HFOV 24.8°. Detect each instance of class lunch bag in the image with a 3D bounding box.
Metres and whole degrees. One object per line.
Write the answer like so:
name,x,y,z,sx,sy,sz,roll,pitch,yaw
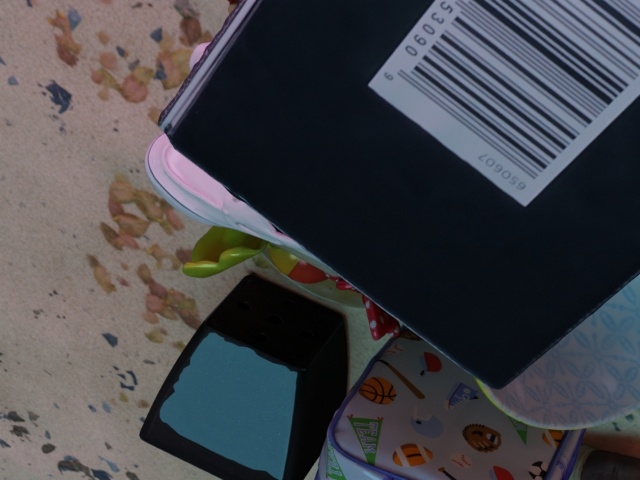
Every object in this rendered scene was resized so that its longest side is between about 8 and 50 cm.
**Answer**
lunch bag,0.143,0.207,1.474,0.243,0.303,0.115,22,126,14

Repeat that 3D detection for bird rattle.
bird rattle,0.000,0.000,1.448,0.253,0.207,0.143,19,93,-5

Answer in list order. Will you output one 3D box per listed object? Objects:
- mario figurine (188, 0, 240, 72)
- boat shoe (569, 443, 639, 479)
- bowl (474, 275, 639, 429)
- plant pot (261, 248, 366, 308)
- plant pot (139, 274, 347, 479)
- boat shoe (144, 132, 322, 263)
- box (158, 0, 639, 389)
mario figurine,0.015,-0.168,1.318,0.320,0.198,0.170,49,147,-20
boat shoe,0.357,0.373,1.623,0.123,0.123,0.342,-2,119,33
bowl,0.231,0.014,1.340,0.156,0.289,0.289,-129,20,-54
plant pot,0.021,-0.030,1.540,0.236,0.032,0.236,17,134,18
plant pot,-0.068,0.153,1.655,0.187,0.188,0.167,25,122,11
boat shoe,-0.040,-0.044,1.320,0.258,0.095,0.084,19,167,4
box,0.205,-0.241,0.935,0.297,0.472,0.480,37,136,-4
